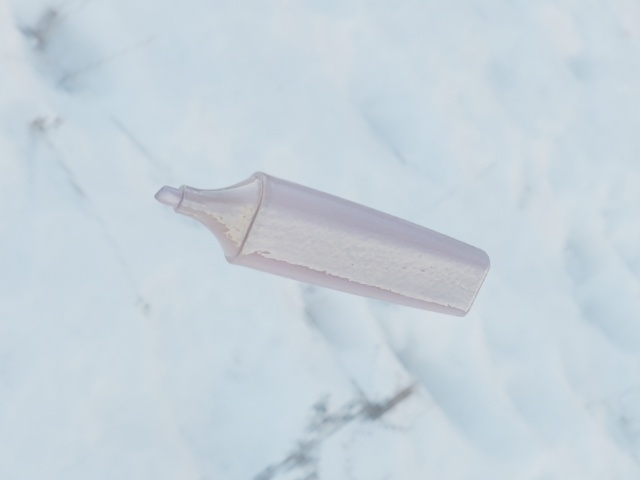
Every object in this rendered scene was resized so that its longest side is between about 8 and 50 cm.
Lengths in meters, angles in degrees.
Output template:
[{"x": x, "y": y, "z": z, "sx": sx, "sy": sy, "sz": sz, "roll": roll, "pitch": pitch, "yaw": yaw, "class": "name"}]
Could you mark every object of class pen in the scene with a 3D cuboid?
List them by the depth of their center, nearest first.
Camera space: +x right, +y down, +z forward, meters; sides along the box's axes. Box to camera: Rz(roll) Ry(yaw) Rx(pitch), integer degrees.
[{"x": 0.000, "y": 0.000, "z": 1.006, "sx": 0.197, "sy": 0.053, "sz": 0.032, "roll": 17, "pitch": 19, "yaw": -25, "class": "pen"}]
